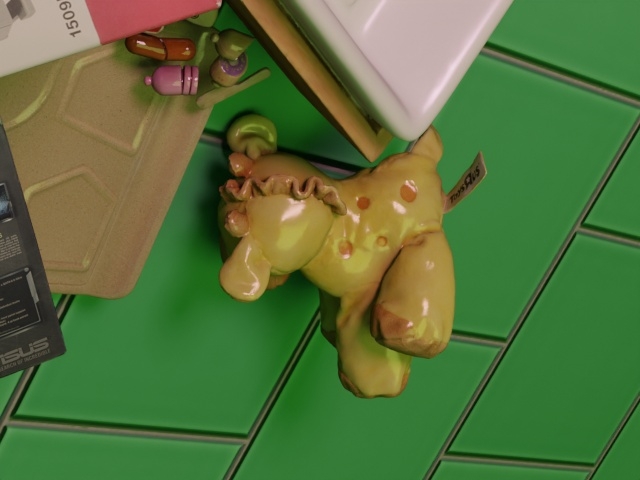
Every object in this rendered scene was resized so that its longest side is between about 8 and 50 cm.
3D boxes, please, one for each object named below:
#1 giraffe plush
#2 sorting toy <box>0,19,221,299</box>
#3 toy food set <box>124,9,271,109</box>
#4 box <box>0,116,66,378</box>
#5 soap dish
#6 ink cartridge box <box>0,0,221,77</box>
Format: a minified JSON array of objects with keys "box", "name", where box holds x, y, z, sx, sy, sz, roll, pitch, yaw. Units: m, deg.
[{"box":[0.000,0.000,1.297,0.170,0.181,0.210,8,129,-21],"name":"giraffe plush"},{"box":[-0.170,-0.103,1.142,0.229,0.041,0.307,8,116,-40],"name":"sorting toy"},{"box":[-0.086,-0.121,1.127,0.078,0.019,0.122,-25,137,21],"name":"toy food set"},{"box":[-0.285,0.025,1.082,0.232,0.059,0.183,-21,129,-15],"name":"box"},{"box":[0.018,-0.218,1.119,0.229,0.118,0.291,-56,142,-12],"name":"soap dish"},{"box":[-0.214,-0.177,0.878,0.283,0.117,0.207,-18,123,-2],"name":"ink cartridge box"}]
